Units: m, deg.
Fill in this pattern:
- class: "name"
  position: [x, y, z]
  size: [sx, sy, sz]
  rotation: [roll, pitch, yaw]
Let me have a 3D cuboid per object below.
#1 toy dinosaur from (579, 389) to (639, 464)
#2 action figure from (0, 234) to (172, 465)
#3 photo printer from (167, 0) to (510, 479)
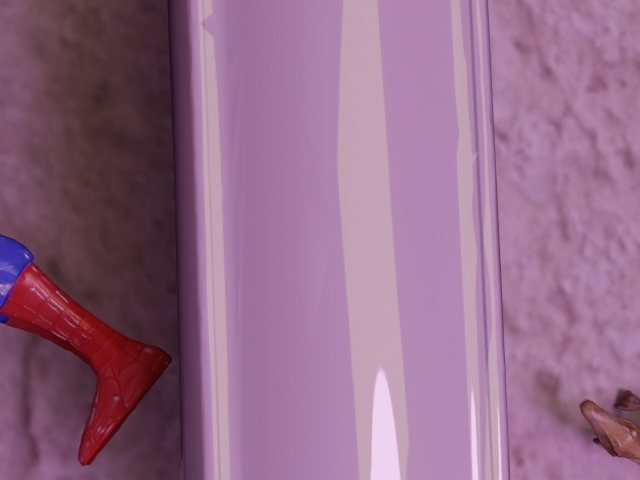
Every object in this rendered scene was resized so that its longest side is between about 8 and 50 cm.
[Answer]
- class: "toy dinosaur"
  position: [0.200, 0.100, 0.711]
  size: [0.183, 0.092, 0.053]
  rotation: [4, 95, -12]
- class: "action figure"
  position: [-0.205, 0.009, 0.529]
  size: [0.280, 0.091, 0.139]
  rotation: [39, 77, -1]
- class: "photo printer"
  position: [0.000, 0.000, 0.550]
  size: [0.107, 0.256, 0.308]
  rotation: [-2, 85, -4]
